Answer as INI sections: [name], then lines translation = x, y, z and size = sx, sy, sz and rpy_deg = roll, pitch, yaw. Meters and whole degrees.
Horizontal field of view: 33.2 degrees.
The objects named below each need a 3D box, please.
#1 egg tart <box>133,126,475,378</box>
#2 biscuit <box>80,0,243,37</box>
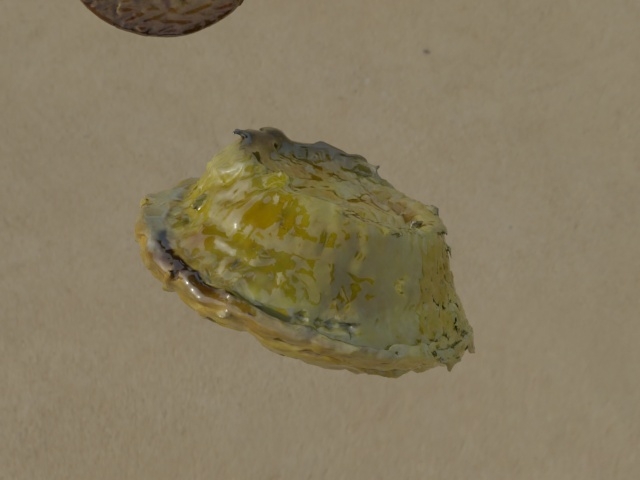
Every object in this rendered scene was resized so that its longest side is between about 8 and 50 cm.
[egg tart]
translation = 0.000, 0.000, 0.970
size = 0.345, 0.132, 0.345
rpy_deg = 22, 18, -7
[biscuit]
translation = -0.139, -0.269, 0.927
size = 0.188, 0.027, 0.187
rpy_deg = -1, 97, -9
